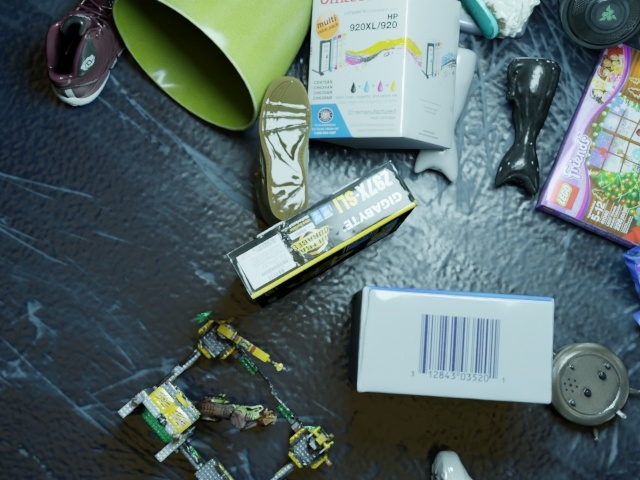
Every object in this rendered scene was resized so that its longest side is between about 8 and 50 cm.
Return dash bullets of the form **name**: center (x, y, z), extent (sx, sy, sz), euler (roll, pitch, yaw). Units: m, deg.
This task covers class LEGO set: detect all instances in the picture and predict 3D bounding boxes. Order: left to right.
- **LEGO set**: center (-0.140, 0.276, 1.694), extent (0.255, 0.192, 0.331), euler (-32, 86, -4)

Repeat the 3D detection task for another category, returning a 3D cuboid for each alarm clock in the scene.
- **alarm clock**: center (0.399, 0.210, 1.779), extent (0.192, 0.064, 0.129), euler (42, 85, 6)

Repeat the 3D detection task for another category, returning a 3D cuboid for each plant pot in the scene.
- **plant pot**: center (-0.118, -0.366, 1.744), extent (0.275, 0.275, 0.293), euler (38, 69, 3)

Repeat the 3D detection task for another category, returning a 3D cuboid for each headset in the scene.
- **headset**: center (0.448, -0.381, 1.710), extent (0.185, 0.243, 0.394), euler (-37, 95, 24)

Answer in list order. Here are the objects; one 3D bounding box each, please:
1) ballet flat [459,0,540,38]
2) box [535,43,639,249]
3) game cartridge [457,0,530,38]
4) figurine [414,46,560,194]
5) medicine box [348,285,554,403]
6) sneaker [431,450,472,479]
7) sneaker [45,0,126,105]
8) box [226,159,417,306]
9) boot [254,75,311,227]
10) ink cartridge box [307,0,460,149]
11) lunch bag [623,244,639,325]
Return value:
- **ballet flat**: center (0.194, -0.493, 1.756), extent (0.147, 0.147, 0.409), euler (-40, 95, -4)
- **box**: center (0.491, -0.147, 1.814), extent (0.201, 0.057, 0.293), euler (23, 85, 2)
- **game cartridge**: center (0.214, -0.445, 1.842), extent (0.294, 0.060, 0.196), euler (21, 88, 1)
- **figurine**: center (0.258, -0.188, 1.804), extent (0.215, 0.092, 0.209), euler (8, 88, 1)
- **medicine box**: center (0.180, 0.150, 1.664), extent (0.264, 0.289, 0.149), euler (4, 87, -1)
- **sneaker**: center (0.249, 0.419, 1.750), extent (0.115, 0.090, 0.232), euler (-23, 94, -10)
- **sneaker**: center (-0.338, -0.348, 1.763), extent (0.106, 0.162, 0.281), euler (24, 85, 4)
- **box**: center (0.000, 0.000, 1.659), extent (0.257, 0.322, 0.079), euler (-32, 86, -4)
- **boot**: center (-0.060, -0.126, 1.706), extent (0.077, 0.165, 0.213), euler (-1, 85, -8)
- **ink cartridge box**: center (0.095, -0.261, 1.724), extent (0.171, 0.168, 0.232), euler (3, 89, 33)
- **lunch bag**: center (0.621, 0.069, 1.747), extent (0.293, 0.138, 0.221), euler (-26, 106, 5)
